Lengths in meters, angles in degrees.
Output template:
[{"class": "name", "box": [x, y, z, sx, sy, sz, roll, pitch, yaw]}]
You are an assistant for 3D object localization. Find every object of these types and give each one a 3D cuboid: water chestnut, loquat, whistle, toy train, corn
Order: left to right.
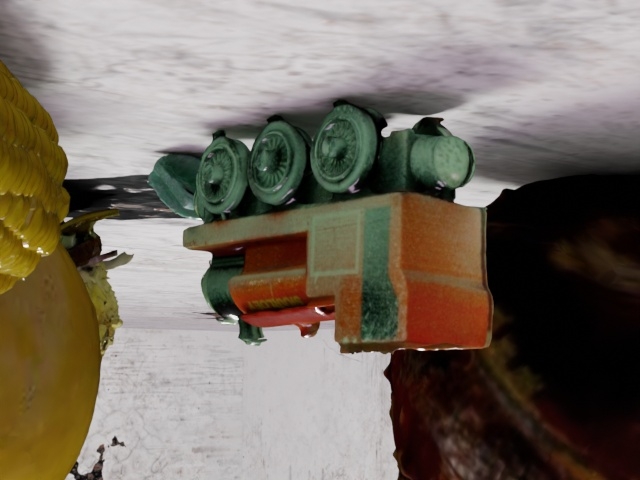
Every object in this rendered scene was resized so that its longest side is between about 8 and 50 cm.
[{"class": "loquat", "box": [-0.227, 0.059, 0.644, 0.244, 0.243, 0.244, 0, 174, 0]}, {"class": "corn", "box": [-0.146, -0.028, 0.443, 0.097, 0.097, 0.261, 0, 173, -2]}, {"class": "whistle", "box": [-0.033, -0.023, 0.767, 0.039, 0.039, 0.186, -4, 173, 33]}, {"class": "toy train", "box": [0.000, 0.000, 0.600, 0.074, 0.118, 0.176, 9, 167, -42]}, {"class": "water chestnut", "box": [0.209, 0.071, 0.710, 0.351, 0.350, 0.302, 1, 132, -11]}]

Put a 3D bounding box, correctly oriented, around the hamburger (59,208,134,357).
[{"class": "hamburger", "box": [-0.238, 0.074, 0.894, 0.262, 0.138, 0.243, -41, -171, -33]}]
